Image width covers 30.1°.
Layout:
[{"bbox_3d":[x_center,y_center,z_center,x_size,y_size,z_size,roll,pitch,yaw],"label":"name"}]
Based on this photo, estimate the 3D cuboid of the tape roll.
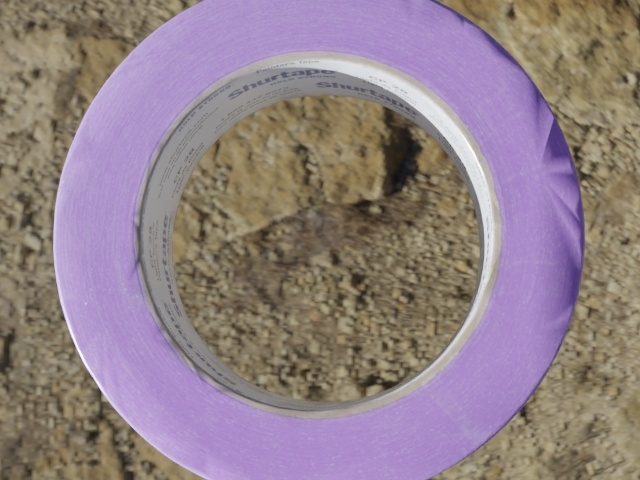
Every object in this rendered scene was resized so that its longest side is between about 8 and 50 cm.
[{"bbox_3d":[0.000,0.000,0.653,0.275,0.090,0.274,0,85,4],"label":"tape roll"}]
